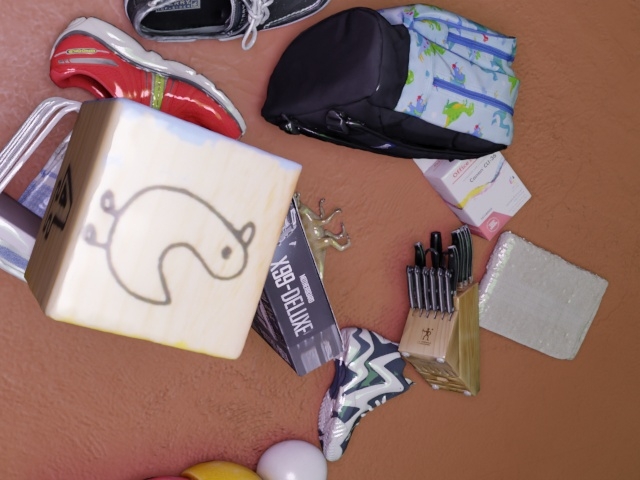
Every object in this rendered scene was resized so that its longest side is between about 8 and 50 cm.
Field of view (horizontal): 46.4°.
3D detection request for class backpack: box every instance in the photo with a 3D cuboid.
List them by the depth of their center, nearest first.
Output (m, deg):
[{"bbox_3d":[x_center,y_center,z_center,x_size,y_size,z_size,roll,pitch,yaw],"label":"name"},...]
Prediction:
[{"bbox_3d":[0.141,-0.226,1.112,0.355,0.290,0.274,22,79,-32],"label":"backpack"}]

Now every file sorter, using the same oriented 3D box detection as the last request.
[{"bbox_3d":[-0.298,-0.062,0.922,0.192,0.277,0.173,39,84,-26],"label":"file sorter"}]

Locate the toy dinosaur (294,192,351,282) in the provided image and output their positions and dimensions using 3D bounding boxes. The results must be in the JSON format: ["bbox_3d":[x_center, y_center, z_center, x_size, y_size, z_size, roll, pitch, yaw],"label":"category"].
[{"bbox_3d":[0.000,0.000,1.234,0.092,0.053,0.183,-16,102,-2],"label":"toy dinosaur"}]

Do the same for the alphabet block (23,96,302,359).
[{"bbox_3d":[-0.162,-0.015,0.739,0.192,0.193,0.197,18,90,-27],"label":"alphabet block"}]

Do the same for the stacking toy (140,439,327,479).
[{"bbox_3d":[-0.183,0.468,1.173,0.479,0.350,0.351,-26,113,-35],"label":"stacking toy"}]

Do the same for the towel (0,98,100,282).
[{"bbox_3d":[-0.322,-0.038,1.090,0.209,0.034,0.285,38,87,-26],"label":"towel"}]

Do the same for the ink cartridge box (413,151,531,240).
[{"bbox_3d":[0.262,-0.110,1.297,0.115,0.067,0.198,-47,115,-6],"label":"ink cartridge box"}]

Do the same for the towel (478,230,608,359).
[{"bbox_3d":[0.414,0.110,1.427,0.282,0.049,0.187,24,91,-25],"label":"towel"}]

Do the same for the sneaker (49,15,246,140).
[{"bbox_3d":[-0.241,-0.191,1.038,0.278,0.107,0.119,26,73,-16],"label":"sneaker"}]

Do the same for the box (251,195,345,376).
[{"bbox_3d":[-0.100,0.014,1.028,0.076,0.307,0.243,-29,118,-18],"label":"box"}]

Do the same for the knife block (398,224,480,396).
[{"bbox_3d":[0.230,0.117,1.319,0.276,0.088,0.242,49,55,-49],"label":"knife block"}]

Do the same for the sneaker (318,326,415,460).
[{"bbox_3d":[0.089,0.274,1.302,0.152,0.094,0.235,11,87,-17],"label":"sneaker"}]

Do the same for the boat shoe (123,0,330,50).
[{"bbox_3d":[-0.115,-0.332,1.045,0.306,0.105,0.113,-8,132,-20],"label":"boat shoe"}]
